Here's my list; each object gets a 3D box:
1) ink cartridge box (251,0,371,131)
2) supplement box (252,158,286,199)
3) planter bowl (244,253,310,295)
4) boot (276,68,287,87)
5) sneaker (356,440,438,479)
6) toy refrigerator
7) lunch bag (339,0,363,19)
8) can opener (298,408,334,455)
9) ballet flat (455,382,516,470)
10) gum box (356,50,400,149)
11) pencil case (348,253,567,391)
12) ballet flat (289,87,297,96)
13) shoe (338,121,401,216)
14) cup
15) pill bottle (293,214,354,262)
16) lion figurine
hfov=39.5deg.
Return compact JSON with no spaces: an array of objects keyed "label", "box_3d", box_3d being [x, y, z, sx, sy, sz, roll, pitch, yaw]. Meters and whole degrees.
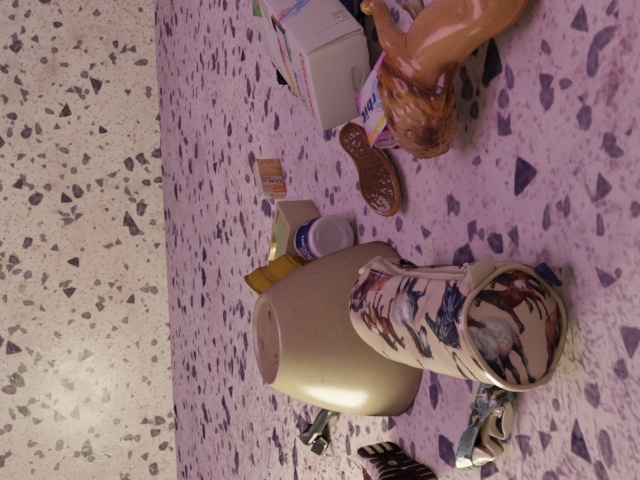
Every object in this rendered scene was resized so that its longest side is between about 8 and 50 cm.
[{"label":"ink cartridge box","box_3d":[-0.019,-0.370,1.664,0.278,0.117,0.201,57,169,36]},{"label":"supplement box","box_3d":[-0.125,-0.151,2.188,0.036,0.062,0.098,126,136,-57]},{"label":"planter bowl","box_3d":[-0.045,0.089,1.882,0.090,0.217,0.217,-61,28,8]},{"label":"boot","box_3d":[-0.074,-0.416,2.042,0.099,0.045,0.121,168,97,-72]},{"label":"sneaker","box_3d":[0.143,0.471,1.562,0.281,0.106,0.162,-146,49,-77]},{"label":"toy refrigerator","box_3d":[-0.069,0.048,2.029,0.102,0.094,0.269,-119,32,-47]},{"label":"lunch bag","box_3d":[0.049,-0.464,1.682,0.067,0.065,0.098,164,98,-80]},{"label":"can opener","box_3d":[0.003,0.403,1.971,0.059,0.073,0.186,-59,-7,-47]},{"label":"ballet flat","box_3d":[0.244,0.282,1.303,0.070,0.070,0.188,-122,32,-51]},{"label":"gum box","box_3d":[0.126,-0.245,1.517,0.188,0.062,0.107,123,139,-57]},{"label":"pencil case","box_3d":[0.180,0.101,1.293,0.410,0.160,0.183,-1,109,69]},{"label":"ballet flat","box_3d":[-0.026,-0.408,1.869,0.091,0.077,0.241,-149,59,-66]},{"label":"shoe","box_3d":[0.102,-0.129,1.625,0.076,0.058,0.219,-41,53,25]},{"label":"cup","box_3d":[0.010,0.174,1.647,0.331,0.237,0.331,176,90,-69]},{"label":"pill bottle","box_3d":[0.000,0.000,1.836,0.169,0.094,0.094,168,98,-73]},{"label":"lion figurine","box_3d":[0.188,-0.300,1.253,0.392,0.142,0.240,-51,53,54]}]
